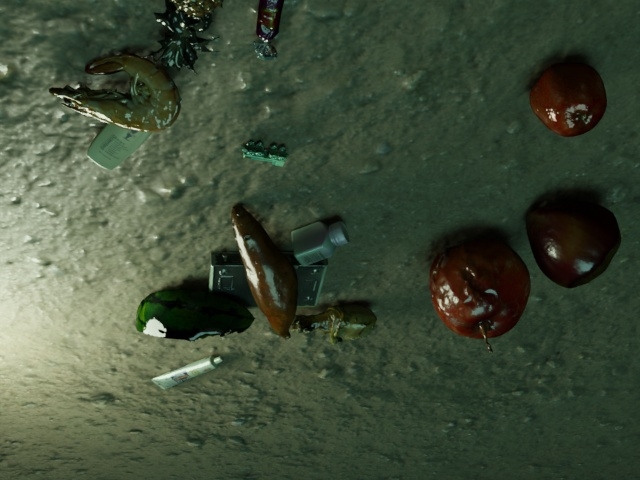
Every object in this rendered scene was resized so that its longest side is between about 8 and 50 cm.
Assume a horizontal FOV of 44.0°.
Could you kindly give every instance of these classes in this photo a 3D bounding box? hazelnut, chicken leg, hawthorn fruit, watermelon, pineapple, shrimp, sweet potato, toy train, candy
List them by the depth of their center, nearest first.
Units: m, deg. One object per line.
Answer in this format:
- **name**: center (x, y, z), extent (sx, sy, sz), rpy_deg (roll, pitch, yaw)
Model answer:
- **pineapple**: center (-0.199, -0.357, 1.226), extent (0.125, 0.125, 0.251), rpy_deg (8, 144, -20)
- **candy**: center (-0.080, -0.370, 1.283), extent (0.045, 0.043, 0.175), rpy_deg (3, 137, -12)
- **shrimp**: center (-0.349, -0.254, 1.346), extent (0.236, 0.053, 0.133), rpy_deg (11, 127, 10)
- **hawthorn fruit**: center (0.461, -0.255, 1.452), extent (0.133, 0.137, 0.132), rpy_deg (-4, 139, -4)
- **toy train**: center (-0.108, -0.169, 1.543), extent (0.092, 0.029, 0.045), rpy_deg (8, 155, -14)
- **sweet potato**: center (-0.106, 0.081, 1.732), extent (0.112, 0.112, 0.359), rpy_deg (-11, 123, 3)
- **hazelnut**: center (0.555, -0.004, 1.770), extent (0.208, 0.208, 0.208), rpy_deg (-5, 142, -4)
- **hawthorn fruit**: center (0.366, 0.139, 1.825), extent (0.242, 0.271, 0.242), rpy_deg (-1, 150, -1)
- **watermelon**: center (-0.310, 0.179, 1.867), extent (0.301, 0.123, 0.129), rpy_deg (0, 170, 10)
- **chicken leg**: center (0.029, 0.214, 2.004), extent (0.228, 0.088, 0.103), rpy_deg (-8, 155, -6)

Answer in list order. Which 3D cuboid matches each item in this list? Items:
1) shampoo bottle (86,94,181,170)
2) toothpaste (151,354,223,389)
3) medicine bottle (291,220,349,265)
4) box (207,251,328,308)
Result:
- **shampoo bottle**: center (-0.339, -0.208, 1.430), extent (0.072, 0.049, 0.212), rpy_deg (36, 124, -26)
- **toothpaste**: center (-0.357, 0.357, 2.154), extent (0.234, 0.038, 0.060), rpy_deg (-24, 136, 24)
- **medicine bottle**: center (0.000, 0.000, 1.736), extent (0.118, 0.074, 0.055), rpy_deg (-21, 140, 14)
- **box**: center (-0.127, 0.095, 1.857), extent (0.270, 0.045, 0.210), rpy_deg (1, 142, -12)
